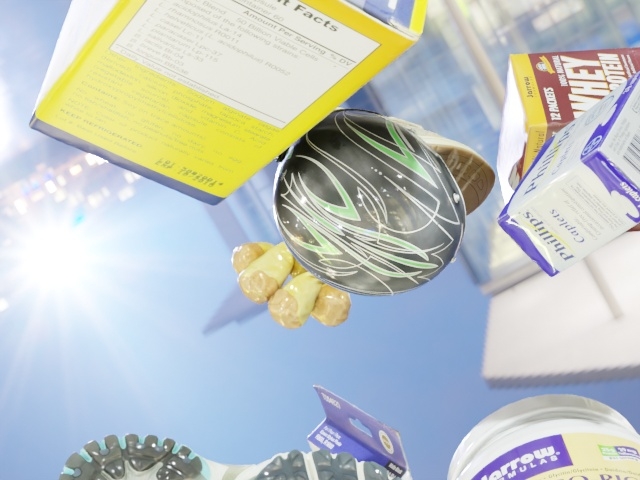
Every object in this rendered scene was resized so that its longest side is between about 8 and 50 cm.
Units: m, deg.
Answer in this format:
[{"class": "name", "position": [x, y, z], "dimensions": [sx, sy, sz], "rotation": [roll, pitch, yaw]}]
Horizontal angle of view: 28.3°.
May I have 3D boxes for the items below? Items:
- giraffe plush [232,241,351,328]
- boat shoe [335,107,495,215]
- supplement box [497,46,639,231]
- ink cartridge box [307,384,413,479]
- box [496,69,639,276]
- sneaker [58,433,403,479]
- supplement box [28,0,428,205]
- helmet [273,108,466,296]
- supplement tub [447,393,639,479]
[{"class": "giraffe plush", "position": [0.000, 0.000, 1.728], "dimensions": [0.210, 0.181, 0.170], "rotation": [-18, 141, -47]}, {"class": "boat shoe", "position": [0.088, -0.100, 1.519], "dimensions": [0.302, 0.098, 0.109], "rotation": [10, 121, -40]}, {"class": "supplement box", "position": [0.323, -0.116, 1.515], "dimensions": [0.194, 0.191, 0.129], "rotation": [-4, -132, -2]}, {"class": "ink cartridge box", "position": [0.062, 0.304, 1.540], "dimensions": [0.045, 0.224, 0.223], "rotation": [-28, -161, -19]}, {"class": "box", "position": [0.233, -0.056, 1.067], "dimensions": [0.137, 0.072, 0.126], "rotation": [-41, -172, 49]}, {"class": "sneaker", "position": [-0.047, 0.213, 0.905], "dimensions": [0.122, 0.283, 0.110], "rotation": [109, -6, -51]}, {"class": "supplement box", "position": [-0.075, -0.203, 1.049], "dimensions": [0.356, 0.194, 0.195], "rotation": [-33, -141, 54]}, {"class": "helmet", "position": [0.042, -0.029, 1.147], "dimensions": [0.169, 0.169, 0.161], "rotation": [-29, -142, 5]}, {"class": "supplement tub", "position": [0.233, 0.307, 1.110], "dimensions": [0.241, 0.241, 0.331], "rotation": [-28, -157, 9]}]
